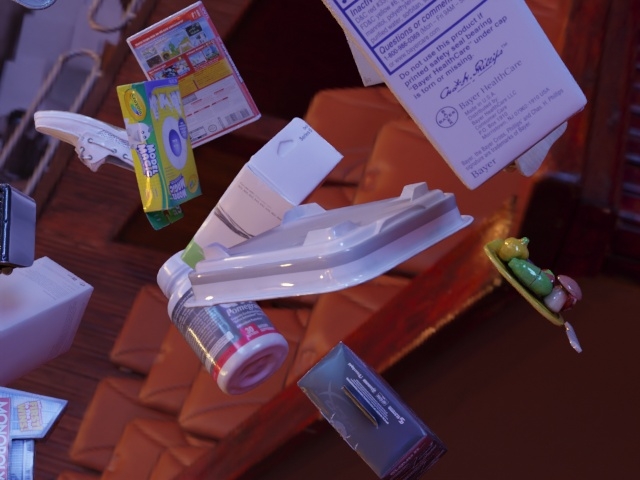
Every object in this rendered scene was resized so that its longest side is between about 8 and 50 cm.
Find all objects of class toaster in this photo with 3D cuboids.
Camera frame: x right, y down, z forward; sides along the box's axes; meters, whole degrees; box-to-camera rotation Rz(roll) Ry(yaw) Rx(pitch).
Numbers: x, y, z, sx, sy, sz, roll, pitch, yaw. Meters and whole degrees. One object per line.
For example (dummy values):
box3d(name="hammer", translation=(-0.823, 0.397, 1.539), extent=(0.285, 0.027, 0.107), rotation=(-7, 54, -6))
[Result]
box3d(name="toaster", translation=(-0.652, -0.024, 1.832), extent=(0.110, 0.168, 0.186), rotation=(42, -136, -70))

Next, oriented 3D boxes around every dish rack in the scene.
box3d(name="dish rack", translation=(0.000, 0.000, 1.226), extent=(0.285, 0.332, 0.072), rotation=(-25, -78, -44))

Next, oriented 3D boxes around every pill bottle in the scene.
box3d(name="pill bottle", translation=(-0.226, 0.170, 2.091), extent=(0.176, 0.318, 0.176), rotation=(-31, -28, -19))

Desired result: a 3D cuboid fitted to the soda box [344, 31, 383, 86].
box3d(name="soda box", translation=(0.063, -0.327, 1.310), extent=(0.074, 0.069, 0.216), rotation=(-74, -33, -48))

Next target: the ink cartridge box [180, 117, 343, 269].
box3d(name="ink cartridge box", translation=(-0.105, -0.060, 1.675), extent=(0.273, 0.115, 0.198), rotation=(-49, 1, 41))

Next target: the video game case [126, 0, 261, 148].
box3d(name="video game case", translation=(-0.283, -0.363, 2.120), extent=(0.285, 0.204, 0.025), rotation=(62, -154, -17))

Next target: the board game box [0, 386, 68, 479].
box3d(name="board game box", translation=(-0.475, 0.296, 1.407), extent=(0.060, 0.194, 0.194), rotation=(124, 144, -65))

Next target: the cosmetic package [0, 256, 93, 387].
box3d(name="cosmetic package", translation=(-0.677, 0.189, 2.057), extent=(0.197, 0.155, 0.365), rotation=(-63, -13, 20))

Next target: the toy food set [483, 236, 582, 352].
box3d(name="toy food set", translation=(0.363, 0.066, 1.526), extent=(0.071, 0.218, 0.128), rotation=(-45, -1, 15))

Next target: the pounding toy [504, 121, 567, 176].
box3d(name="pounding toy", translation=(0.229, -0.203, 1.284), extent=(0.154, 0.269, 0.155), rotation=(-36, 16, -4))

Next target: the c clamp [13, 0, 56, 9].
box3d(name="c clamp", translation=(-0.471, -0.442, 1.500), extent=(0.137, 0.160, 0.022), rotation=(-58, -3, -15))

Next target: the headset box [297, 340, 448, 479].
box3d(name="headset box", translation=(0.094, 0.307, 1.643), extent=(0.110, 0.218, 0.293), rotation=(-44, -24, -1))

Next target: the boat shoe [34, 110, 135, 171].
box3d(name="boat shoe", translation=(-0.445, -0.186, 1.902), extent=(0.098, 0.277, 0.096), rotation=(155, 130, -77))

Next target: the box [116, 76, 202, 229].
box3d(name="box", translation=(-0.196, -0.109, 1.177), extent=(0.105, 0.043, 0.179), rotation=(-43, -54, -71))

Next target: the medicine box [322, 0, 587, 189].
box3d(name="medicine box", translation=(0.100, -0.241, 0.978), extent=(0.149, 0.289, 0.263), rotation=(-37, 29, 9))
